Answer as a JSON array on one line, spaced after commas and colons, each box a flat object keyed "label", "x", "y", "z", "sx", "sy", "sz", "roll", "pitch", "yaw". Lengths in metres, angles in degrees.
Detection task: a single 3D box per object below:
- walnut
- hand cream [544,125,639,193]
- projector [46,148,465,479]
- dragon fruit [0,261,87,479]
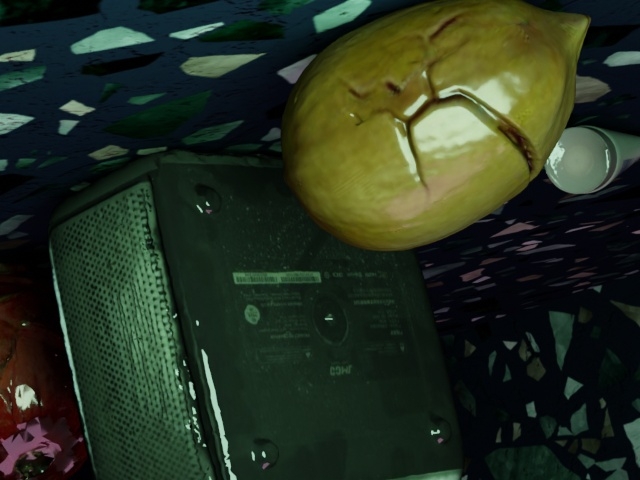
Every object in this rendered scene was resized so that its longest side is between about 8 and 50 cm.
[{"label": "walnut", "x": 0.101, "y": -0.113, "z": 1.317, "sx": 0.298, "sy": 0.203, "sz": 0.203, "roll": -34, "pitch": 163, "yaw": 15}, {"label": "hand cream", "x": 0.352, "y": -0.106, "z": 1.941, "sx": 0.133, "sy": 0.083, "sz": 0.248, "roll": -16, "pitch": 179, "yaw": 19}, {"label": "projector", "x": -0.064, "y": 0.115, "z": 1.686, "sx": 0.395, "sy": 0.405, "sz": 0.242, "roll": 0, "pitch": 162, "yaw": -46}, {"label": "dragon fruit", "x": -0.399, "y": 0.177, "z": 1.913, "sx": 0.295, "sy": 0.302, "sz": 0.295, "roll": -15, "pitch": 128, "yaw": -21}]
